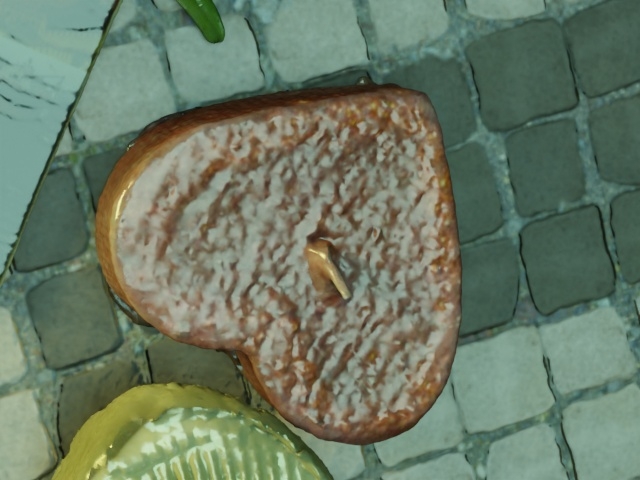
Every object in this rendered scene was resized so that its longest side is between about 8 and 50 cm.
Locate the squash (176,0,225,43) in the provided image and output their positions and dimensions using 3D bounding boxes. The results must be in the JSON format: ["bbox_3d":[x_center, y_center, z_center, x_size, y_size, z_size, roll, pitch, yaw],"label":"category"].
[{"bbox_3d":[-0.103,-0.194,1.480,0.027,0.027,0.089,-41,107,-5],"label":"squash"}]

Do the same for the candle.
[{"bbox_3d":[0.000,0.000,1.483,0.317,0.131,0.287,40,85,-17],"label":"candle"}]

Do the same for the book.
[{"bbox_3d":[-0.305,-0.164,1.432,0.263,0.028,0.373,23,92,-14],"label":"book"}]

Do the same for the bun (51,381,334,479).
[{"bbox_3d":[-0.110,0.240,1.476,0.259,0.152,0.259,-2,97,-19],"label":"bun"}]
